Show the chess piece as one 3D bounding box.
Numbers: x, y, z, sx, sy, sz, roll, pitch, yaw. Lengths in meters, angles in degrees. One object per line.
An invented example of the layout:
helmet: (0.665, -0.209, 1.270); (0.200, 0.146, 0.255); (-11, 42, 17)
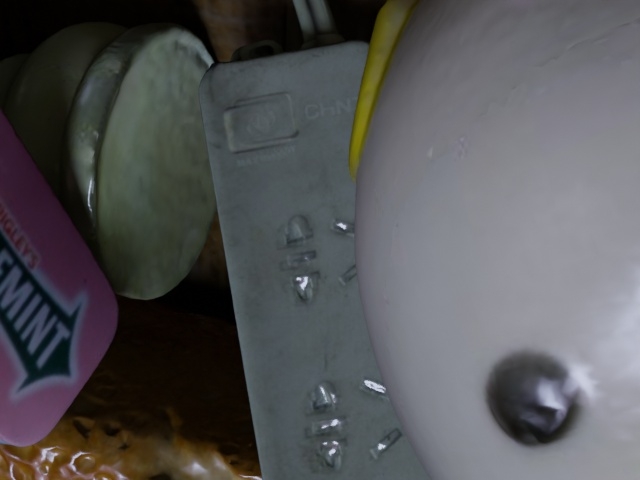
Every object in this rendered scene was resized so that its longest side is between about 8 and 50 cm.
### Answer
chess piece: (-0.192, -0.060, 0.840); (0.251, 0.144, 0.144); (10, 134, 23)

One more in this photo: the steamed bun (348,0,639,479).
steamed bun: (0.180, 0.022, 0.626); (0.334, 0.334, 0.374); (-13, 118, 32)

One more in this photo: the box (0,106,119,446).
box: (-0.294, -0.011, 0.775); (0.369, 0.112, 0.190); (6, 138, 34)

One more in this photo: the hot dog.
hot dog: (-0.101, 0.142, 0.911); (0.405, 0.223, 0.185); (14, 111, 10)

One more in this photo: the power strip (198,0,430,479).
power strip: (0.000, 0.000, 0.750); (0.093, 0.053, 0.288); (-10, 85, 3)
